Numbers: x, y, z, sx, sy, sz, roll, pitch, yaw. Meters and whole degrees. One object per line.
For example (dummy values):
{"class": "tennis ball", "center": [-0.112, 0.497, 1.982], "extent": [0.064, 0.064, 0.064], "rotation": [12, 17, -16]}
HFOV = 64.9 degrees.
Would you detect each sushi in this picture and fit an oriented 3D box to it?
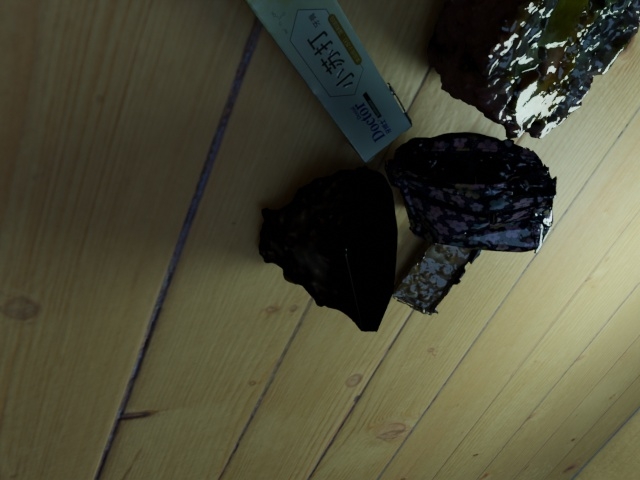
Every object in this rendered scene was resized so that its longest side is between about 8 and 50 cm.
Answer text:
{"class": "sushi", "center": [0.265, -0.272, 0.624], "extent": [0.236, 0.171, 0.270], "rotation": [6, 123, -32]}

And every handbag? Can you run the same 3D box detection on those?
{"class": "handbag", "center": [0.213, -0.069, 0.718], "extent": [0.208, 0.228, 0.127], "rotation": [56, 48, -57]}

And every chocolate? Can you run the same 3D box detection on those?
{"class": "chocolate", "center": [0.242, -0.016, 0.879], "extent": [0.102, 0.065, 0.329], "rotation": [24, 110, -19]}
{"class": "chocolate", "center": [0.000, 0.000, 0.729], "extent": [0.176, 0.206, 0.224], "rotation": [3, 124, 24]}

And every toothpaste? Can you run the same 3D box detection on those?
{"class": "toothpaste", "center": [0.001, -0.225, 0.584], "extent": [0.089, 0.071, 0.313], "rotation": [-38, 134, 8]}
